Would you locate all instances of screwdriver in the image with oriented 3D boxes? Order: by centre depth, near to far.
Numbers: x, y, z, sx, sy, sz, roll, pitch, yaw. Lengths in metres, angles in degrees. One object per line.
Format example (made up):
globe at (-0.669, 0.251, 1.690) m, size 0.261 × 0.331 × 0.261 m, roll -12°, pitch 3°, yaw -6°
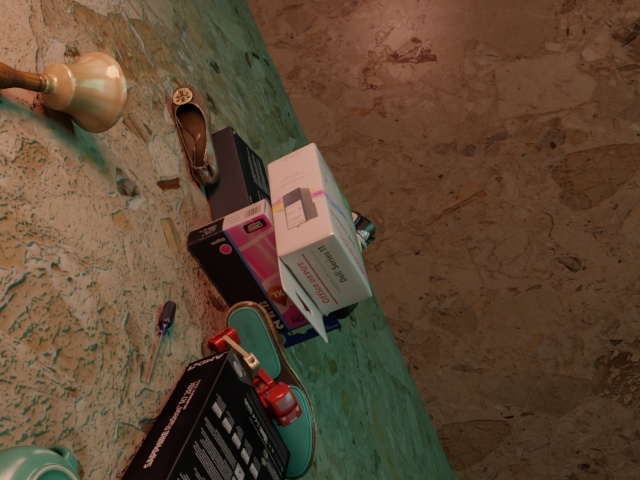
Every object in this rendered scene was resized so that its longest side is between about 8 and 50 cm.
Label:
screwdriver at (-0.254, 0.158, 0.968) m, size 0.170 × 0.025 × 0.024 m, roll -82°, pitch 149°, yaw -51°

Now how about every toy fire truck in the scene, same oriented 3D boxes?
toy fire truck at (-0.117, 0.235, 1.087) m, size 0.192 × 0.047 × 0.135 m, roll 14°, pitch -49°, yaw 54°

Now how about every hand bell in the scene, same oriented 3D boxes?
hand bell at (-0.400, -0.221, 0.864) m, size 0.242 × 0.126 × 0.126 m, roll -13°, pitch 80°, yaw -66°

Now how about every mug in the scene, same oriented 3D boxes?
mug at (-0.270, 0.238, 0.550) m, size 0.129 × 0.097 × 0.158 m, roll 54°, pitch 19°, yaw -46°

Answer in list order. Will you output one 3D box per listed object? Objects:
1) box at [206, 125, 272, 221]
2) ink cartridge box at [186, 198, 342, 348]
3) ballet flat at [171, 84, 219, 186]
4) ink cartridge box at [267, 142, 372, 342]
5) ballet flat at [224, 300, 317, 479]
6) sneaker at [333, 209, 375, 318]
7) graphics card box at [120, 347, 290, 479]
box at (-0.192, -0.113, 1.494) m, size 0.184 × 0.103 × 0.261 m, roll 50°, pitch 21°, yaw -62°
ink cartridge box at (-0.107, 0.101, 1.300) m, size 0.069 × 0.176 × 0.371 m, roll -94°, pitch 158°, yaw -55°
ballet flat at (-0.285, -0.241, 1.396) m, size 0.058 × 0.084 × 0.250 m, roll 22°, pitch 52°, yaw -75°
ink cartridge box at (0.000, 0.000, 1.228) m, size 0.353 × 0.119 × 0.207 m, roll -100°, pitch 163°, yaw -45°
ballet flat at (-0.093, 0.283, 1.211) m, size 0.123 × 0.123 × 0.348 m, roll 5°, pitch 63°, yaw -76°
sneaker at (0.043, 0.023, 1.529) m, size 0.169 × 0.257 × 0.447 m, roll 57°, pitch -10°, yaw -21°
graphics card box at (-0.152, 0.342, 0.878) m, size 0.233 × 0.094 × 0.371 m, roll 63°, pitch 14°, yaw -15°
